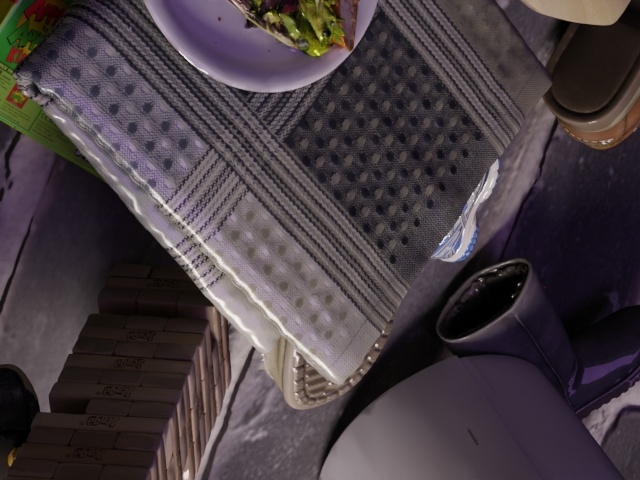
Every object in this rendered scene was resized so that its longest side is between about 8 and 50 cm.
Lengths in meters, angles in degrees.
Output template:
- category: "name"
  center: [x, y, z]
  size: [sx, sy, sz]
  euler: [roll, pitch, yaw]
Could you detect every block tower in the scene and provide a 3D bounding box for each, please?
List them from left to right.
- category: "block tower"
  center: [-0.134, 0.139, 1.128]
  size: [0.335, 0.091, 0.097]
  euler: [-73, 164, -57]

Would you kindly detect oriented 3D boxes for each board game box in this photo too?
- category: "board game box"
  center: [-0.163, -0.104, 1.141]
  size: [0.181, 0.043, 0.092]
  euler: [33, 90, -47]

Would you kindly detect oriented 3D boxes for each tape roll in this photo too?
- category: "tape roll"
  center: [0.139, 0.243, 1.478]
  size: [0.246, 0.169, 0.246]
  euler: [-16, 134, -17]

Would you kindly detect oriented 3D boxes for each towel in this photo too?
- category: "towel"
  center: [-0.011, -0.108, 1.175]
  size: [0.324, 0.056, 0.312]
  euler: [47, 65, -25]

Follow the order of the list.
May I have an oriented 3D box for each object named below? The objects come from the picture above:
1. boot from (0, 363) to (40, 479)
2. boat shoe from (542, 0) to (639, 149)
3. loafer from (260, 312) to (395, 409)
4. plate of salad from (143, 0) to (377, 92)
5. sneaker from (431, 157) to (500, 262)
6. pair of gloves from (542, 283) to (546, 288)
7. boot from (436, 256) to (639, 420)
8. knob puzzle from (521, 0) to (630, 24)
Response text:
- category: "boot"
  center: [-0.309, 0.099, 1.063]
  size: [0.284, 0.138, 0.377]
  euler: [4, 115, -41]
- category: "boat shoe"
  center: [0.301, -0.215, 1.451]
  size: [0.307, 0.111, 0.104]
  euler: [-50, 151, 4]
- category: "loafer"
  center: [0.000, 0.000, 1.309]
  size: [0.102, 0.092, 0.268]
  euler: [-9, 117, -36]
- category: "plate of salad"
  center: [-0.032, -0.195, 1.096]
  size: [0.200, 0.048, 0.199]
  euler: [-1, 91, -35]
- category: "sneaker"
  center: [0.107, -0.041, 1.412]
  size: [0.058, 0.052, 0.135]
  euler: [-7, 118, -34]
- category: "pair of gloves"
  center: [0.164, 0.059, 1.550]
  size: [0.083, 0.010, 0.074]
  euler: [29, 96, -45]
- category: "boot"
  center: [0.211, 0.077, 1.550]
  size: [0.189, 0.076, 0.208]
  euler: [-43, 130, -10]
- category: "knob puzzle"
  center: [0.202, -0.262, 1.365]
  size: [0.213, 0.030, 0.213]
  euler: [-10, 109, -30]
